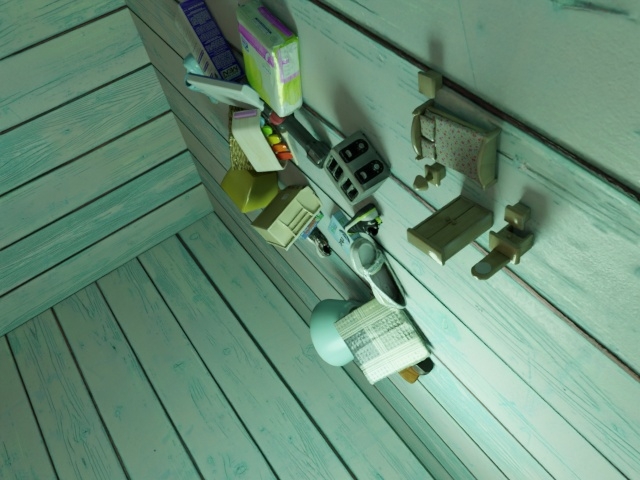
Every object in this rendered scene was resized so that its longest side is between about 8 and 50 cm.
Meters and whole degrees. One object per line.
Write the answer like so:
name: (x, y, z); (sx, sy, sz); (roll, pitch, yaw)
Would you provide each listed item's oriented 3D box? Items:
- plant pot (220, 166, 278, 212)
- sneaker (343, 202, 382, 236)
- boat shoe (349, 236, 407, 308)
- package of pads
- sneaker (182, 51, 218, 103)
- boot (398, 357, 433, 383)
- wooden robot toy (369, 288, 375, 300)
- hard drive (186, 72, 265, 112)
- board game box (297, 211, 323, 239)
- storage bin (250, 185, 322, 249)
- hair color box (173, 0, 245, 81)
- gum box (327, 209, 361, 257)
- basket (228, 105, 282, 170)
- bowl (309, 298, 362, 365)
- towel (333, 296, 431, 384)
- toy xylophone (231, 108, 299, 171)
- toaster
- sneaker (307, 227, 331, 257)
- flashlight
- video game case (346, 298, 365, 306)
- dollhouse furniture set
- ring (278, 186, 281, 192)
plant pot: (-0.323, -0.291, 2.311); (0.212, 0.212, 0.187); (49, 137, 24)
sneaker: (0.150, -0.046, 1.664); (0.097, 0.084, 0.234); (53, 163, 6)
boat shoe: (0.216, 0.121, 1.752); (0.103, 0.118, 0.320); (14, 139, 57)
package of pads: (-0.156, -0.567, 1.528); (0.229, 0.101, 0.296); (51, 163, 23)
sneaker: (-0.550, -0.734, 2.195); (0.135, 0.150, 0.366); (54, 169, 16)
boot: (0.355, 0.491, 2.086); (0.264, 0.096, 0.280); (40, 158, 11)
wooden robot toy: (0.223, 0.231, 1.977); (0.076, 0.079, 0.173); (54, 162, 7)
hard drive: (-0.327, -0.551, 1.812); (0.319, 0.040, 0.210); (23, -178, 35)
board game box: (-0.069, -0.064, 2.140); (0.035, 0.136, 0.201); (41, 166, -15)
storage bin: (-0.148, -0.111, 2.082); (0.123, 0.260, 0.262); (44, 168, -21)
hair color box: (-0.450, -0.777, 1.941); (0.338, 0.110, 0.185); (62, 162, -12)
gum box: (0.106, -0.012, 1.921); (0.184, 0.041, 0.157); (52, 162, 12)
basket: (-0.286, -0.457, 2.098); (0.299, 0.223, 0.213); (108, 159, -69)
bowl: (0.118, 0.395, 2.153); (0.163, 0.311, 0.311); (-24, 101, 41)
towel: (0.250, 0.392, 1.945); (0.324, 0.056, 0.312); (-36, 84, 30)
toy xylophone: (-0.209, -0.375, 1.887); (0.322, 0.236, 0.081); (73, -157, -58)
toaster: (0.104, -0.212, 1.445); (0.168, 0.110, 0.185); (56, 163, 4)
sneaker: (0.000, 0.000, 2.217); (0.178, 0.072, 0.077); (54, 153, -20)
flashlight: (-0.076, -0.376, 1.674); (0.304, 0.103, 0.103); (48, 144, 12)
video game case: (0.264, 0.428, 2.297); (0.299, 0.036, 0.329); (60, 163, -11)
dollhouse furniture set: (0.281, -0.127, 1.008); (0.303, 0.174, 0.355); (40, 157, 42)
ring: (-0.256, -0.229, 2.534); (0.336, 0.032, 0.336); (50, 161, 23)
